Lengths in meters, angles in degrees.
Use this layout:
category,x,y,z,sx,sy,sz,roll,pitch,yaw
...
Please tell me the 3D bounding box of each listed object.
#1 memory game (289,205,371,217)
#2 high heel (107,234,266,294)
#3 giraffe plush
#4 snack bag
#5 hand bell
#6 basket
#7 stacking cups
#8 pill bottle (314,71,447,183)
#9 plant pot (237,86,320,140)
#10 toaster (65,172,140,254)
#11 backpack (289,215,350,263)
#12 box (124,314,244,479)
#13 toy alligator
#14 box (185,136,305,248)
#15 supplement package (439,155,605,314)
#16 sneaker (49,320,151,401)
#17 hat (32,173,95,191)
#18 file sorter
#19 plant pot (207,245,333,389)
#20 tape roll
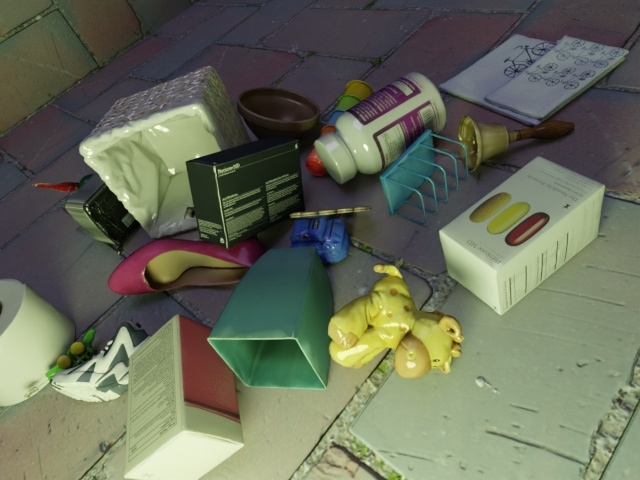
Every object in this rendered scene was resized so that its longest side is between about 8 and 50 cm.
category,x,y,z,sx,sy,sz,roll,pitch,yaw
memory game,0.022,-0.064,1.020,0.186,0.012,0.186,-5,3,0
high heel,-0.309,0.071,1.042,0.377,0.127,0.181,-23,33,-1
giraffe plush,0.138,0.153,0.750,0.170,0.181,0.210,35,87,30
snack bag,0.542,-0.446,1.208,0.323,0.037,0.342,-36,45,-10
hand bell,0.447,-0.234,1.027,0.242,0.126,0.126,-9,45,0
basket,-0.370,-0.234,1.220,0.328,0.331,0.266,-16,43,10
stacking cups,0.056,-0.311,1.264,0.096,0.096,0.316,7,54,29
pill bottle,0.143,-0.268,1.129,0.301,0.169,0.169,-32,44,-7
plant pot,-0.126,-0.350,1.341,0.237,0.109,0.237,8,38,-6
toaster,-0.597,-0.087,1.303,0.110,0.168,0.185,5,51,32
backpack,0.000,0.000,0.996,0.120,0.101,0.098,-1,56,19
box,-0.241,0.274,0.803,0.149,0.127,0.232,-40,42,17
toy alligator,-0.563,0.285,1.025,0.051,0.056,0.189,39,67,1
box,-0.160,-0.120,1.051,0.103,0.184,0.261,17,31,34
supplement package,0.355,-0.012,0.818,0.244,0.134,0.139,-36,44,-10
sneaker,-0.437,0.246,0.971,0.235,0.094,0.153,-12,44,14
hat,-0.748,-0.201,1.462,0.173,0.183,0.208,-20,44,6
file sorter,0.232,-0.135,1.004,0.104,0.118,0.170,30,66,36
plant pot,-0.067,0.130,0.864,0.165,0.165,0.234,-5,44,21
tape roll,-0.730,0.234,1.061,0.246,0.169,0.246,-13,45,13
